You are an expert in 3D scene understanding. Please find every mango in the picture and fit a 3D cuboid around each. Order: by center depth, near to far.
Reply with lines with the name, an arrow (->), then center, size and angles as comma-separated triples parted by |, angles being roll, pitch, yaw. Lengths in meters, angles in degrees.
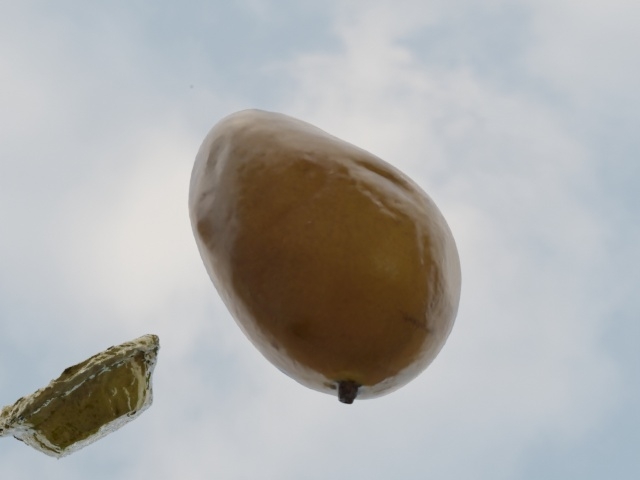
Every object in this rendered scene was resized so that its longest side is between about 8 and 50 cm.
mango -> 0.000, 0.000, 1.117 | 0.147, 0.109, 0.227 | -26, -123, -10

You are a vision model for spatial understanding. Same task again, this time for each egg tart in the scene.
egg tart -> -0.125, 0.087, 0.952 | 0.105, 0.105, 0.039 | -30, -96, -1
